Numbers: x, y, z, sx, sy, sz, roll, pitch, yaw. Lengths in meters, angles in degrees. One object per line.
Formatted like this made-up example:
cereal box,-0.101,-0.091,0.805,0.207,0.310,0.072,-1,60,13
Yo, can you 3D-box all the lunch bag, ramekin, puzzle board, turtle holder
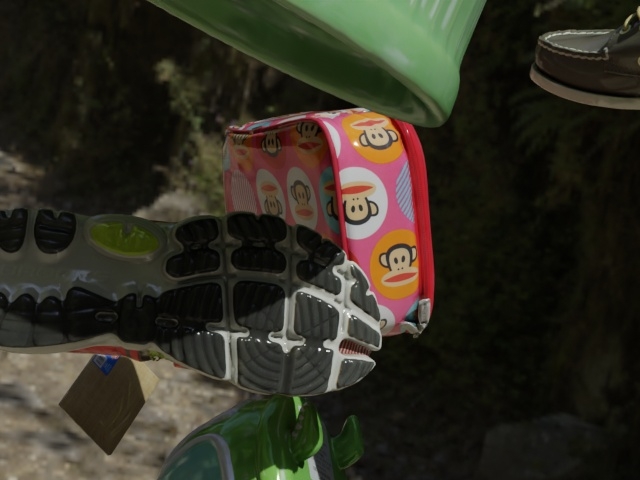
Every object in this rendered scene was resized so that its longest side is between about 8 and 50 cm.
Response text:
lunch bag,0.000,0.000,1.267,0.120,0.258,0.293,-10,8,-26
ramekin,-0.030,-0.199,0.720,0.303,0.148,0.303,27,0,0
puzzle board,-0.264,0.190,1.573,0.011,0.096,0.128,-16,32,42
turtle holder,-0.058,0.338,1.394,0.227,0.320,0.243,-17,2,14

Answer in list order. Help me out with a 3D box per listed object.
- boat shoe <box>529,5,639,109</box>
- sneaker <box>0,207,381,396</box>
boat shoe,0.322,-0.166,1.117,0.305,0.091,0.109,15,35,40
sneaker,-0.098,0.031,0.782,0.279,0.107,0.118,12,-7,-14
